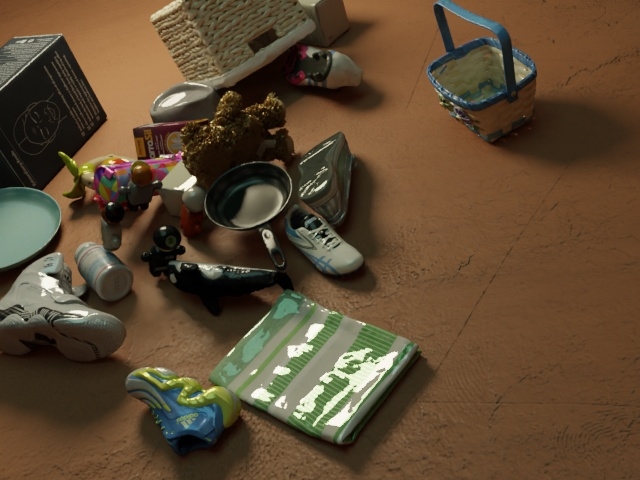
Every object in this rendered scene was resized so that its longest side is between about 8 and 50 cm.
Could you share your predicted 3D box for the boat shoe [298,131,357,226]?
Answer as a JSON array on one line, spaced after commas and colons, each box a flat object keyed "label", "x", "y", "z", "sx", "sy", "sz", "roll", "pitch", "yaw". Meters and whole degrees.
[{"label": "boat shoe", "x": 0.022, "y": -0.146, "z": 1.740, "sx": 0.118, "sy": 0.103, "sz": 0.320, "roll": -29, "pitch": 25, "yaw": 18}]

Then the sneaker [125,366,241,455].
[{"label": "sneaker", "x": -0.264, "y": 0.302, "z": 1.353, "sx": 0.240, "sy": 0.091, "sz": 0.126, "roll": 4, "pitch": 46, "yaw": 26}]

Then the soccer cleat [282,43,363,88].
[{"label": "soccer cleat", "x": 0.003, "y": -0.466, "z": 2.117, "sx": 0.143, "sy": 0.116, "sz": 0.331, "roll": 14, "pitch": 11, "yaw": -27}]

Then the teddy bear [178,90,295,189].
[{"label": "teddy bear", "x": -0.194, "y": -0.229, "z": 1.813, "sx": 0.113, "sy": 0.245, "sz": 0.338, "roll": 11, "pitch": 46, "yaw": 42}]

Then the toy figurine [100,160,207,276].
[{"label": "toy figurine", "x": -0.370, "y": -0.051, "z": 1.696, "sx": 0.209, "sy": 0.148, "sz": 0.213, "roll": 28, "pitch": 51, "yaw": 3}]

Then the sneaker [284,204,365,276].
[{"label": "sneaker", "x": 0.000, "y": 0.000, "z": 1.590, "sx": 0.085, "sy": 0.086, "sz": 0.237, "roll": -35, "pitch": 43, "yaw": -20}]

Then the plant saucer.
[{"label": "plant saucer", "x": -0.812, "y": -0.020, "z": 1.940, "sx": 0.317, "sy": 0.043, "sz": 0.317, "roll": -1, "pitch": 42, "yaw": 1}]

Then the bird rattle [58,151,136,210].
[{"label": "bird rattle", "x": -0.549, "y": -0.170, "z": 1.988, "sx": 0.253, "sy": 0.143, "sz": 0.207, "roll": 12, "pitch": 33, "yaw": 29}]

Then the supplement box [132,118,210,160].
[{"label": "supplement box", "x": -0.383, "y": -0.255, "z": 2.005, "sx": 0.188, "sy": 0.104, "sz": 0.081, "roll": -2, "pitch": 14, "yaw": 19}]

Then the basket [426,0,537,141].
[{"label": "basket", "x": 0.357, "y": -0.380, "z": 1.711, "sx": 0.201, "sy": 0.289, "sz": 0.255, "roll": -28, "pitch": 39, "yaw": -9}]

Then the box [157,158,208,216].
[{"label": "box", "x": -0.273, "y": -0.177, "z": 1.897, "sx": 0.113, "sy": 0.094, "sz": 0.275, "roll": 10, "pitch": 48, "yaw": 32}]

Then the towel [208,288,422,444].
[{"label": "towel", "x": -0.014, "y": 0.219, "z": 1.384, "sx": 0.325, "sy": 0.038, "sz": 0.248, "roll": 19, "pitch": 54, "yaw": 37}]

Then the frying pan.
[{"label": "frying pan", "x": -0.110, "y": -0.063, "z": 1.627, "sx": 0.197, "sy": 0.053, "sz": 0.326, "roll": -41, "pitch": 53, "yaw": -19}]

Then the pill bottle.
[{"label": "pill bottle", "x": -0.489, "y": 0.064, "z": 1.718, "sx": 0.087, "sy": 0.087, "sz": 0.160, "roll": -37, "pitch": 42, "yaw": -19}]

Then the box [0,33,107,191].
[{"label": "box", "x": -0.848, "y": -0.354, "z": 2.183, "sx": 0.212, "sy": 0.293, "sz": 0.395, "roll": 4, "pitch": 45, "yaw": 27}]

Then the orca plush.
[{"label": "orca plush", "x": -0.195, "y": 0.102, "z": 1.583, "sx": 0.287, "sy": 0.102, "sz": 0.151, "roll": 4, "pitch": 0, "yaw": 13}]

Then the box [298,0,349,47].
[{"label": "box", "x": -0.075, "y": -0.704, "z": 2.375, "sx": 0.311, "sy": 0.148, "sz": 0.121, "roll": 21, "pitch": 54, "yaw": 37}]

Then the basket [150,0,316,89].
[{"label": "basket", "x": -0.257, "y": -0.614, "z": 2.187, "sx": 0.328, "sy": 0.266, "sz": 0.331, "roll": -38, "pitch": 20, "yaw": -19}]

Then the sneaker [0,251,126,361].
[{"label": "sneaker", "x": -0.540, "y": 0.132, "z": 1.622, "sx": 0.366, "sy": 0.137, "sz": 0.210, "roll": -2, "pitch": 46, "yaw": 25}]

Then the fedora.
[{"label": "fedora", "x": -0.356, "y": -0.353, "z": 2.108, "sx": 0.275, "sy": 0.124, "sz": 0.243, "roll": -4, "pitch": 43, "yaw": 19}]

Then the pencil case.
[{"label": "pencil case", "x": -0.430, "y": -0.154, "z": 1.859, "sx": 0.104, "sy": 0.104, "sz": 0.236, "roll": 13, "pitch": 22, "yaw": 33}]
